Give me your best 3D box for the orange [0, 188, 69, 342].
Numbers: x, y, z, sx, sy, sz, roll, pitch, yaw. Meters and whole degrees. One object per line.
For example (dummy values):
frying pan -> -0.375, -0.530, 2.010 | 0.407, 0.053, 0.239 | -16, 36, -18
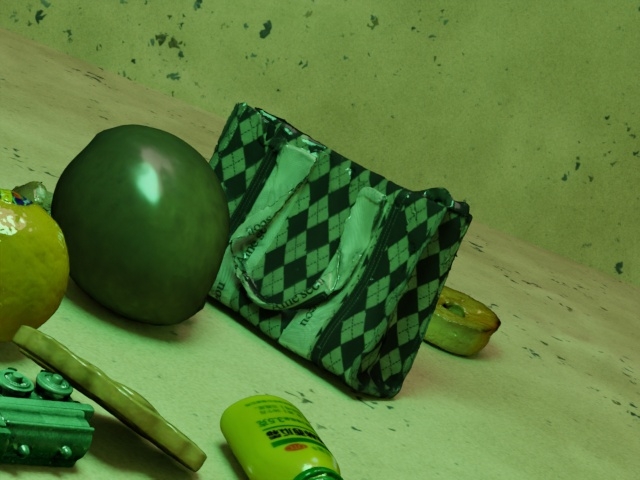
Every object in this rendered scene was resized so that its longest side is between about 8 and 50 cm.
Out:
orange -> -0.370, 0.029, 1.477 | 0.178, 0.177, 0.155 | 18, 10, -24

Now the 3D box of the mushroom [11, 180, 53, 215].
mushroom -> -0.385, -0.040, 2.018 | 0.084, 0.071, 0.209 | -8, -14, 39

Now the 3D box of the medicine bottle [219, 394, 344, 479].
medicine bottle -> -0.016, 0.261, 1.396 | 0.111, 0.076, 0.309 | 9, 18, -26

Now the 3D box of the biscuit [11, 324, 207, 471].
biscuit -> -0.219, 0.165, 1.381 | 0.236, 0.040, 0.144 | 32, -9, 2

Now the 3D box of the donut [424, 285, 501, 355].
donut -> 0.228, 0.145, 2.345 | 0.174, 0.074, 0.190 | 25, 16, 1

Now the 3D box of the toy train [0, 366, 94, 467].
toy train -> -0.293, 0.176, 1.271 | 0.170, 0.071, 0.111 | 13, 25, -44

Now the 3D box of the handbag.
handbag -> 0.000, 0.000, 1.964 | 0.416, 0.316, 0.180 | 31, 8, 32

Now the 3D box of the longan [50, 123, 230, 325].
longan -> -0.240, -0.015, 1.797 | 0.243, 0.300, 0.300 | -17, 10, 7
